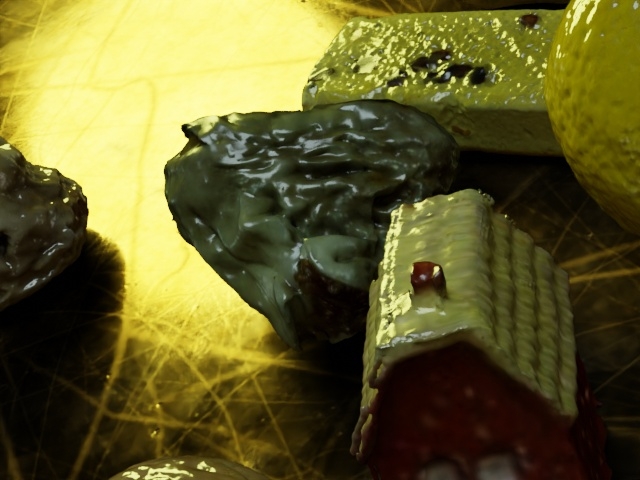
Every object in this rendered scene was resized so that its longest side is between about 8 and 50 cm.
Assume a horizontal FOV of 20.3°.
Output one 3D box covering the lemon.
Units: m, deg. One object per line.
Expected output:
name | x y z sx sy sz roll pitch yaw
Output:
lemon | 0.310 -0.104 1.348 0.310 0.253 0.253 41 72 19

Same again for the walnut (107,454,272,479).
walnut | -0.089 0.259 1.226 0.228 0.228 0.228 -16 40 14

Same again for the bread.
bread | 0.151 -0.145 1.626 0.361 0.077 0.138 4 48 33

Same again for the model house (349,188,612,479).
model house | 0.104 0.095 1.231 0.160 0.254 0.196 -9 30 11

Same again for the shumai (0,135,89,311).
shumai | -0.339 -0.029 1.710 0.206 0.175 0.166 -28 39 5

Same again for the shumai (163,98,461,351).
shumai | 0.000 -0.002 1.514 0.255 0.189 0.218 -8 59 1

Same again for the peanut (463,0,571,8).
peanut | 0.206 -0.285 1.712 0.224 0.129 0.129 1 47 34
